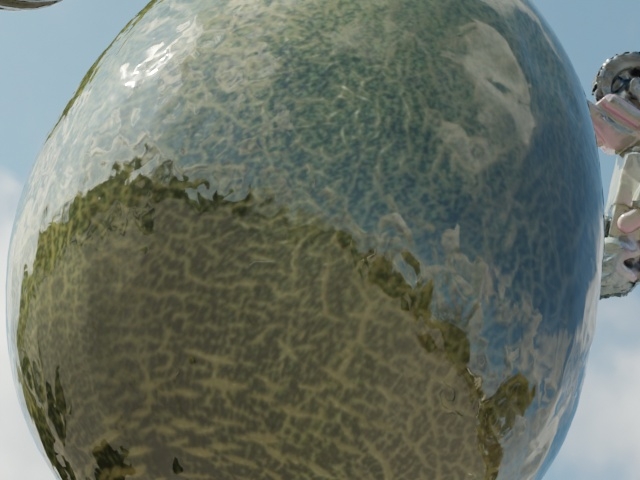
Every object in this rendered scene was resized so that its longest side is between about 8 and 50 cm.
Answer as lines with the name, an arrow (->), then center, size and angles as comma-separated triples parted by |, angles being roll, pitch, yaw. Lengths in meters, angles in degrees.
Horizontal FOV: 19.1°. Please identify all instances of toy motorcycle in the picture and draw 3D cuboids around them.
toy motorcycle -> 0.293, -0.035, 1.749 | 0.239, 0.204, 0.108 | 50, -8, 19

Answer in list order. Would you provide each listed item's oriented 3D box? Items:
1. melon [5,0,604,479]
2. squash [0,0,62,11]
melon -> 0.000, 0.000, 0.808 | 0.249, 0.329, 0.248 | 9, -45, 9
squash -> -0.249, -0.289, 1.547 | 0.218, 0.172, 0.218 | 22, -56, 37
